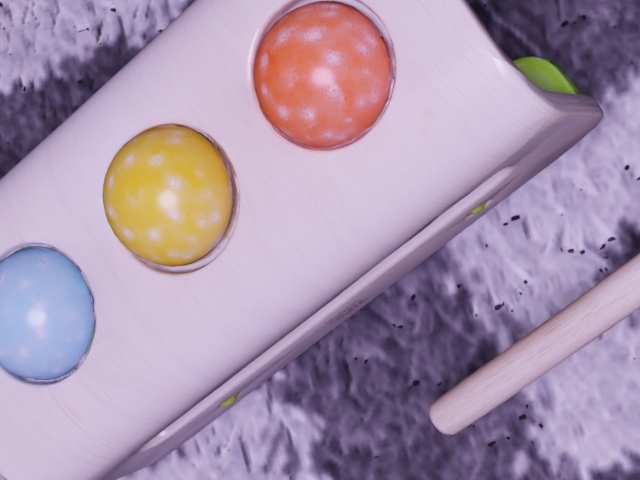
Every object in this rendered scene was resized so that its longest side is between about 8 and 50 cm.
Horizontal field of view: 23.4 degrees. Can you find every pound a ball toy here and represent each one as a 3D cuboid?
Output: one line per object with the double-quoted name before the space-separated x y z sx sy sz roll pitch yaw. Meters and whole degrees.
"pound a ball toy" 0.000 0.000 0.609 0.319 0.135 0.208 -38 77 23
